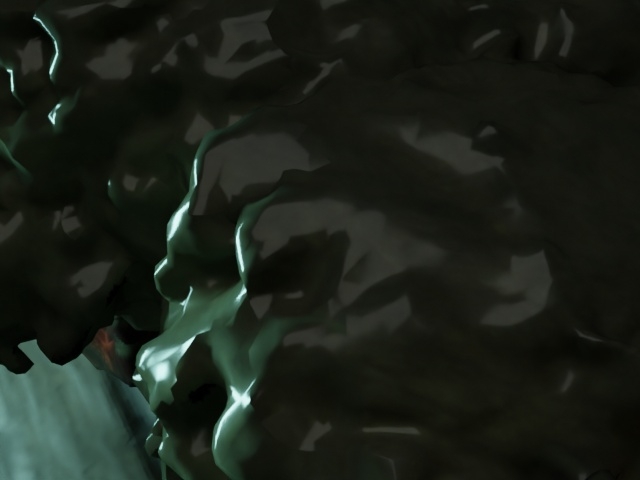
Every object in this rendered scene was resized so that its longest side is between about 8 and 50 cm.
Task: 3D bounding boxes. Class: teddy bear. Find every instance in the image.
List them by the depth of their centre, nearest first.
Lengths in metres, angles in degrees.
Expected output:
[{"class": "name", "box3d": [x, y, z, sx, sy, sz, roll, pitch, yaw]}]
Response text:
[{"class": "teddy bear", "box3d": [0.000, 0.000, 0.581, 0.357, 0.224, 0.367, -19, 45, -4]}]
